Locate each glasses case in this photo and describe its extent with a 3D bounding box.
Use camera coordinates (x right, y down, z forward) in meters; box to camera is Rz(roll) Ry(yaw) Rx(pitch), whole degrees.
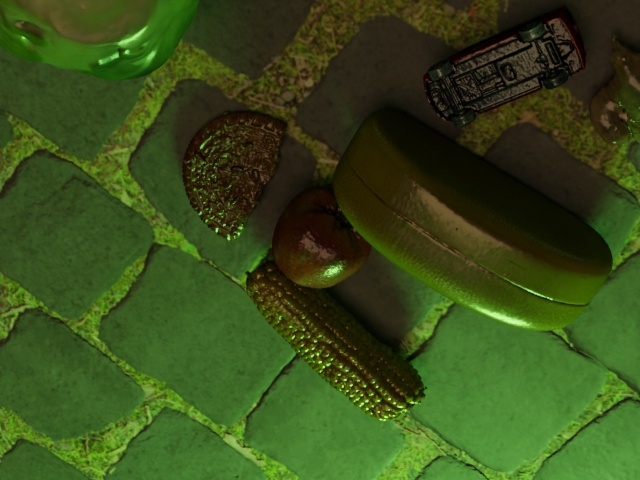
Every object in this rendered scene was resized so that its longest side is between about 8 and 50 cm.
[{"bbox_3d":[0.186,-0.011,1.623,0.371,0.173,0.141,30,118,-2],"label":"glasses case"}]

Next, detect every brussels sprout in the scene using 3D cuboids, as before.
[{"bbox_3d":[-0.253,-0.329,1.455,0.276,0.371,0.315,37,121,-18],"label":"brussels sprout"}]

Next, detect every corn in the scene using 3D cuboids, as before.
[{"bbox_3d":[0.015,0.140,1.803,0.313,0.102,0.102,43,120,-7],"label":"corn"}]

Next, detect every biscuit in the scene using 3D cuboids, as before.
[{"bbox_3d":[-0.129,-0.097,1.751,0.126,0.025,0.206,26,121,1],"label":"biscuit"}]

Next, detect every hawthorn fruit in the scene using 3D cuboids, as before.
[{"bbox_3d":[0.000,0.000,1.715,0.133,0.133,0.138,40,137,-8],"label":"hawthorn fruit"}]

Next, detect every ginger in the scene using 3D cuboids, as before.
[{"bbox_3d":[0.422,-0.152,1.547,0.214,0.059,0.133,28,126,1],"label":"ginger"}]

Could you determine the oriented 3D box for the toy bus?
[{"bbox_3d":[0.222,-0.214,1.550,0.195,0.089,0.081,-22,110,24],"label":"toy bus"}]
